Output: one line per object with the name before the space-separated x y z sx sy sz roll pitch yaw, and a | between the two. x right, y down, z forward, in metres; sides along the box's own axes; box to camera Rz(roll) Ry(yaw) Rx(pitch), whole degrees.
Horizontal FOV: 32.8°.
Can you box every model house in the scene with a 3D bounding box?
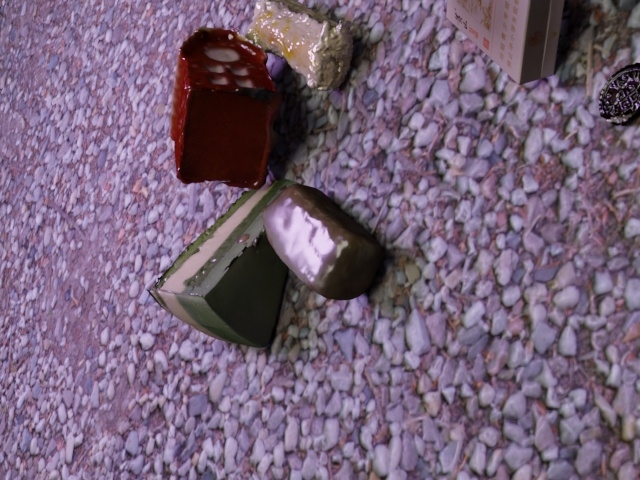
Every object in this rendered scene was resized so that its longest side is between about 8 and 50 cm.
model house | -0.174 -0.236 1.840 0.254 0.160 0.196 -113 27 -49

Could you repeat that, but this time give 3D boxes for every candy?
candy | 0.000 0.000 1.635 0.234 0.102 0.104 42 109 48

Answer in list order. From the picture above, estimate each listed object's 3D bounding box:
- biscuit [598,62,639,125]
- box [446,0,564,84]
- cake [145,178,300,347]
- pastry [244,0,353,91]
biscuit | 0.378 -0.174 1.307 0.087 0.027 0.089 -60 40 14
box | 0.242 -0.317 1.447 0.201 0.058 0.141 -126 26 -45
cake | -0.115 0.046 1.799 0.158 0.172 0.283 5 47 45
pastry | -0.035 -0.333 1.814 0.258 0.089 0.121 36 106 51
